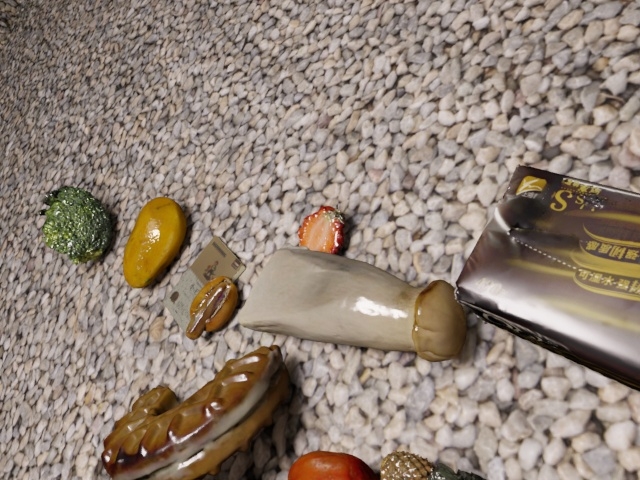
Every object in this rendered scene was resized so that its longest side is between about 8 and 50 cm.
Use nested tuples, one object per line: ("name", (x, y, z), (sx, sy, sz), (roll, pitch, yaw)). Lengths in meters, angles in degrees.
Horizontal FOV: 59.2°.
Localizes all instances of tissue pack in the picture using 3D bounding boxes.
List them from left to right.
("tissue pack", (0.378, 0.075, 0.658), (0.370, 0.198, 0.210), (23, 78, 41))

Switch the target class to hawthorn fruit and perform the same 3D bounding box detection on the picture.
("hawthorn fruit", (0.020, 0.368, 0.814), (0.137, 0.133, 0.133), (-19, 57, 17))

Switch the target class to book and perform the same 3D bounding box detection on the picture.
("book", (-0.259, 0.098, 1.236), (0.199, 0.016, 0.138), (-52, 48, 3))

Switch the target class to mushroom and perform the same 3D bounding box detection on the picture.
("mushroom", (0.042, 0.100, 0.935), (0.407, 0.137, 0.154), (4, 58, 35))

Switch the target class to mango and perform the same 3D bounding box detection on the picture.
("mango", (-0.392, 0.005, 1.321), (0.147, 0.109, 0.227), (8, 74, 35))

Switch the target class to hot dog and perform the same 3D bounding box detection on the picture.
("hot dog", (-0.226, 0.138, 1.152), (0.140, 0.060, 0.090), (-49, 64, 6))

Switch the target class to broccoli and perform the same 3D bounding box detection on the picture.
("broccoli", (-0.645, -0.046, 1.478), (0.226, 0.198, 0.176), (26, 70, 35))

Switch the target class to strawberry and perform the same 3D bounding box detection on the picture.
("strawberry", (0.002, 0.000, 1.078), (0.104, 0.048, 0.152), (42, 108, 35))

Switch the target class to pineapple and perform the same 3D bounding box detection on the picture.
("pineapple", (0.163, 0.335, 0.770), (0.159, 0.074, 0.074), (-1, 67, 31))

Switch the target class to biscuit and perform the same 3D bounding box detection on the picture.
("biscuit", (-0.230, 0.317, 0.962), (0.366, 0.115, 0.268), (-28, 10, 23))
